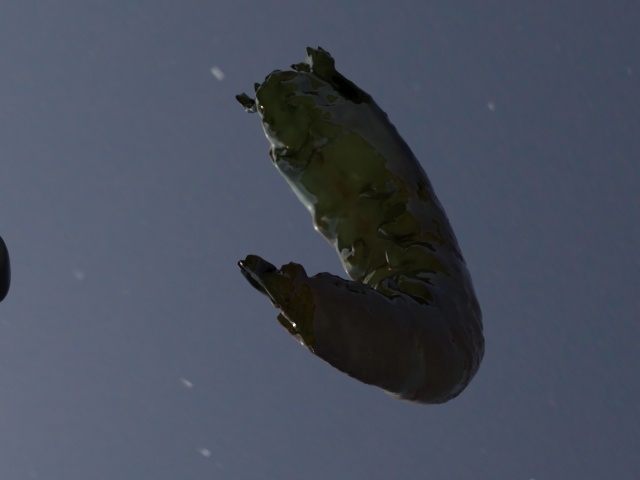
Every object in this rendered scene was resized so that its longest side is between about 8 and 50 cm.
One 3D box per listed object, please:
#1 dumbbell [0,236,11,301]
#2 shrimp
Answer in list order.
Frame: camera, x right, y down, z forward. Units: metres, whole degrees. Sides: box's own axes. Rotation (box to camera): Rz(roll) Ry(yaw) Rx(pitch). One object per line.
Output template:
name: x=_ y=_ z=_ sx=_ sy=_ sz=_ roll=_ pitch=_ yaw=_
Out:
dumbbell: x=-0.283 y=-0.051 z=1.272 sx=0.124 sy=0.225 sz=0.140 roll=22 pitch=-143 yaw=26
shrimp: x=0.022 y=0.013 z=1.047 sx=0.068 sy=0.185 sz=0.287 roll=-38 pitch=-161 yaw=24
